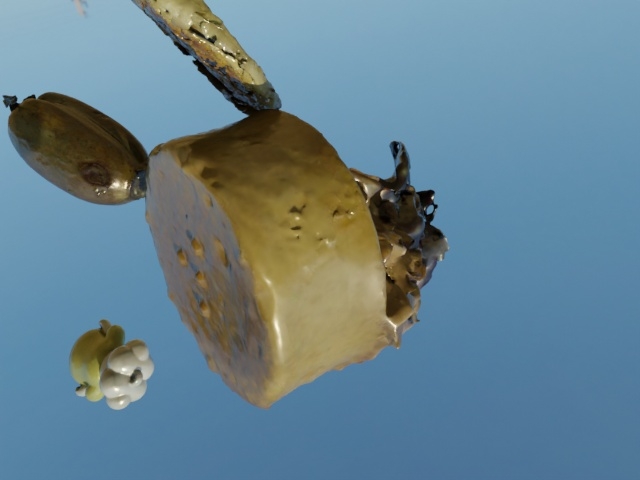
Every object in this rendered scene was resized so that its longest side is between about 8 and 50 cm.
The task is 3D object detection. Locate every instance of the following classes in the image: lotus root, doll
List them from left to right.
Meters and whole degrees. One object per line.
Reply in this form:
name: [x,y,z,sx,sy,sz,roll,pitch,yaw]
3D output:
lotus root: [-0.354,-0.132,1.021,0.241,0.123,0.124,34,-139,10]
doll: [-0.274,0.161,0.894,0.162,0.062,0.106,8,-101,49]

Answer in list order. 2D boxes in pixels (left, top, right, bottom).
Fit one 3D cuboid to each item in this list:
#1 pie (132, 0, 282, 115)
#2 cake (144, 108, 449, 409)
pie: [-0.149,-0.246,0.804,0.055,0.274,0.274,-46,-139,0]
cake: [-0.005,-0.006,0.819,0.321,0.332,0.332,-21,-145,-29]
